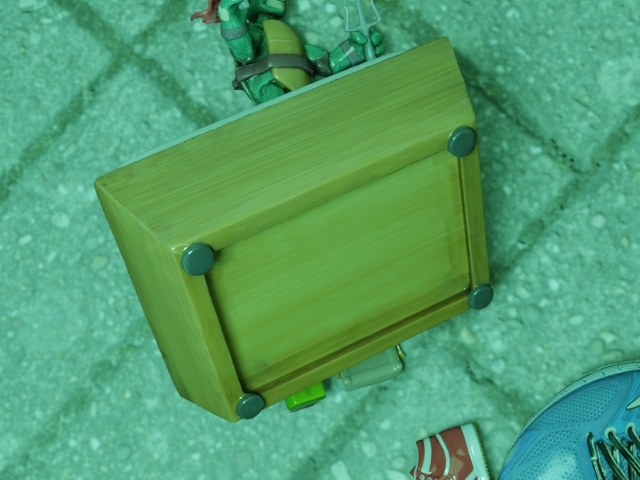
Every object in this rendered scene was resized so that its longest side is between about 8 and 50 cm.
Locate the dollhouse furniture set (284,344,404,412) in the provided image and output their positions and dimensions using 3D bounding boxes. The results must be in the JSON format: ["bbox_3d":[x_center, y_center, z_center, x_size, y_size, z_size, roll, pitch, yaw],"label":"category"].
[{"bbox_3d":[-0.006,0.109,0.882,0.151,0.058,0.076,-15,73,-15],"label":"dollhouse furniture set"}]

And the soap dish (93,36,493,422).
[{"bbox_3d":[0.000,0.000,0.767,0.290,0.229,0.118,-24,41,-14],"label":"soap dish"}]

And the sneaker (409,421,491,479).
[{"bbox_3d":[0.116,0.222,0.843,0.067,0.042,0.118,-13,74,0],"label":"sneaker"}]

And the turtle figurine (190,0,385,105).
[{"bbox_3d":[-0.024,-0.159,0.877,0.175,0.118,0.234,-7,77,-36],"label":"turtle figurine"}]

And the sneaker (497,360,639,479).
[{"bbox_3d":[0.274,0.146,0.752,0.330,0.147,0.130,-30,77,29],"label":"sneaker"}]
